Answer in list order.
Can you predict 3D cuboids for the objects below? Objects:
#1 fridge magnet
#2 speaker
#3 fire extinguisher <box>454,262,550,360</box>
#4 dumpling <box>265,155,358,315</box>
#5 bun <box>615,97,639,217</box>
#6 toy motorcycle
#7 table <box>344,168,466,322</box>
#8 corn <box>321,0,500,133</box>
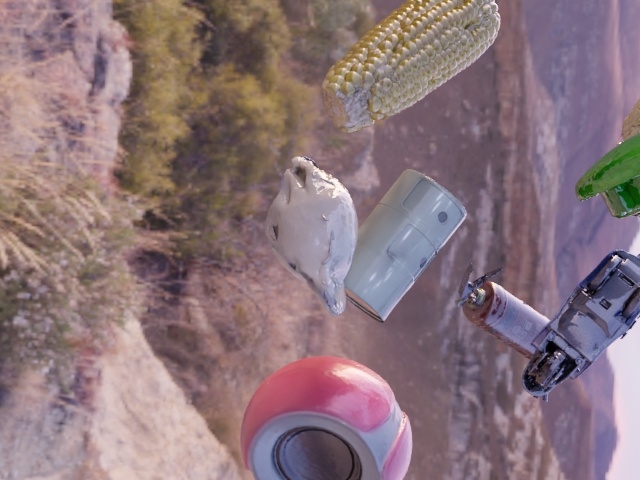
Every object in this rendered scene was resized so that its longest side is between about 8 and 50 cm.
[{"bbox_3d":[0.394,-0.089,1.005,0.088,0.208,0.208,65,14,4],"label":"fridge magnet"},{"bbox_3d":[0.006,0.332,1.501,0.294,0.294,0.294,4,90,-76],"label":"speaker"},{"bbox_3d":[0.400,0.148,1.889,0.344,0.138,0.102,33,27,-35],"label":"fire extinguisher"},{"bbox_3d":[0.000,0.000,1.282,0.172,0.142,0.247,42,36,-57],"label":"dumpling"},{"bbox_3d":[0.581,-0.142,1.481,0.259,0.152,0.259,4,84,-53],"label":"bun"},{"bbox_3d":[0.505,0.167,1.681,0.358,0.125,0.212,-44,164,-12],"label":"toy motorcycle"},{"bbox_3d":[0.118,0.007,1.404,0.220,0.126,0.126,-51,158,-8],"label":"table"},{"bbox_3d":[0.132,-0.264,1.219,0.347,0.130,0.130,-42,142,-29],"label":"corn"}]
